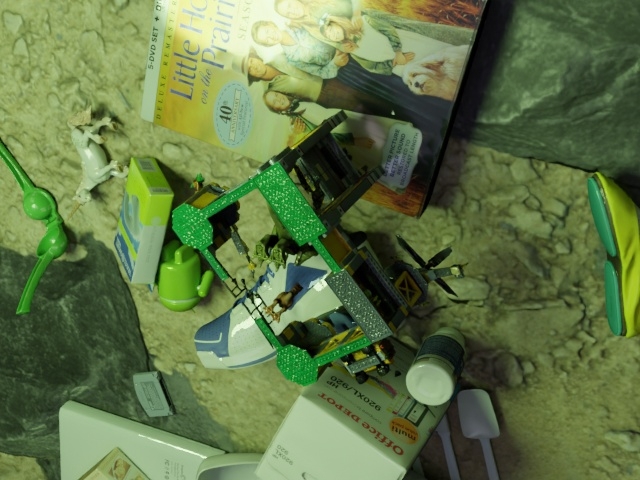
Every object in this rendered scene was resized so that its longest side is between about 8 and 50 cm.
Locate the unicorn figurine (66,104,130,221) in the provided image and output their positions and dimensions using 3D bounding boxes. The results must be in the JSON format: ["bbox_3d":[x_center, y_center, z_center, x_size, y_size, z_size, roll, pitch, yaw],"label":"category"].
[{"bbox_3d":[-0.339,-0.118,1.361,0.111,0.060,0.162,-7,96,33],"label":"unicorn figurine"}]

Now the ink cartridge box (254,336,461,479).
[{"bbox_3d":[0.056,0.264,1.262,0.171,0.232,0.168,33,121,12],"label":"ink cartridge box"}]

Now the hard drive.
[{"bbox_3d":[-0.317,0.413,1.601,0.307,0.040,0.203,15,118,15],"label":"hard drive"}]

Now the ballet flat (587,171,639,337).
[{"bbox_3d":[0.386,0.014,1.127,0.077,0.077,0.231,-14,112,4],"label":"ballet flat"}]

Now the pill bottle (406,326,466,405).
[{"bbox_3d":[0.164,0.169,1.249,0.067,0.120,0.067,9,116,18],"label":"pill bottle"}]

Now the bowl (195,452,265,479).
[{"bbox_3d":[-0.140,0.407,1.498,0.142,0.053,0.142,0,118,-14],"label":"bowl"}]

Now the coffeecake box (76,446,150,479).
[{"bbox_3d":[-0.344,0.473,1.576,0.185,0.068,0.142,46,120,-4],"label":"coffeecake box"}]

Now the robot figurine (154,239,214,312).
[{"bbox_3d":[-0.216,0.058,1.381,0.101,0.067,0.115,8,116,19],"label":"robot figurine"}]

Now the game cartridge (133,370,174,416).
[{"bbox_3d":[-0.284,0.259,1.532,0.056,0.017,0.083,-9,109,21],"label":"game cartridge"}]

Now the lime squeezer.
[{"bbox_3d":[-0.459,-0.030,1.425,0.059,0.110,0.310,-33,67,46],"label":"lime squeezer"}]

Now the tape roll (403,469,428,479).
[{"bbox_3d":[0.058,0.529,1.401,0.392,0.072,0.392,-1,88,24],"label":"tape roll"}]

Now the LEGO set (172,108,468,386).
[{"bbox_3d":[0.000,0.000,1.136,0.331,0.192,0.255,48,131,-3],"label":"LEGO set"}]

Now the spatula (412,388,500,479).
[{"bbox_3d":[0.199,0.329,1.369,0.168,0.019,0.242,-7,110,24],"label":"spatula"}]

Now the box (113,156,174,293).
[{"bbox_3d":[-0.265,-0.021,1.346,0.109,0.042,0.178,54,135,46],"label":"box"}]

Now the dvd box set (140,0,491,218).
[{"bbox_3d":[-0.021,-0.236,1.171,0.420,0.062,0.308,21,119,11],"label":"dvd box set"}]

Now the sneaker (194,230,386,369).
[{"bbox_3d":[-0.045,0.056,1.291,0.315,0.127,0.182,-19,101,21],"label":"sneaker"}]
